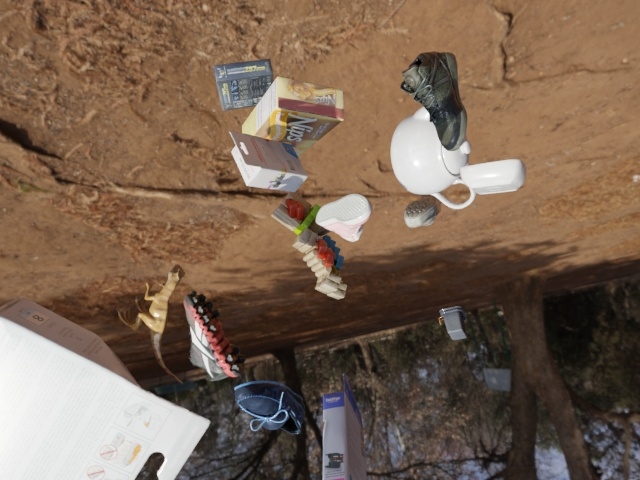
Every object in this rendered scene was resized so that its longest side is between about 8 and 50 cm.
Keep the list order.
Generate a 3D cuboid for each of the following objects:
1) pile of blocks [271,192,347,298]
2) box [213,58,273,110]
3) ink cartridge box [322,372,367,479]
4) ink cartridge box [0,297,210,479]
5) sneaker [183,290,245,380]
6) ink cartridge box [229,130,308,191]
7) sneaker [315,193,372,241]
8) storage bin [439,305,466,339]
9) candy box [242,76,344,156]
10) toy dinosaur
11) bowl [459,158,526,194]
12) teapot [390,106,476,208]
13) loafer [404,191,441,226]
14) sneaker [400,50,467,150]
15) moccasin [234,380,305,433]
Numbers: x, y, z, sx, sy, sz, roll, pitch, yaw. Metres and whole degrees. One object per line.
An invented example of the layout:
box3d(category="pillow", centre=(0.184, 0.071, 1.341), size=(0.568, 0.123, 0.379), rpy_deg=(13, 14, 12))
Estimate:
box3d(category="pile of blocks", centre=(0.000, 0.000, 1.291), size=(0.148, 0.362, 0.112), rpy_deg=(-30, 179, -27))
box3d(category="box", centre=(-0.257, -0.522, 1.472), size=(0.183, 0.059, 0.233), rpy_deg=(-12, 175, -8))
box3d(category="ink cartridge box", centre=(0.056, 0.480, 0.963), size=(0.065, 0.311, 0.186), rpy_deg=(-12, 126, 12))
box3d(category="ink cartridge box", centre=(-0.429, 0.325, 0.755), size=(0.384, 0.308, 0.091), rpy_deg=(32, -174, -12))
box3d(category="sneaker", centre=(-0.334, 0.284, 1.252), size=(0.135, 0.276, 0.097), rpy_deg=(-29, 180, 13))
box3d(category="ink cartridge box", centre=(-0.127, -0.174, 0.975), size=(0.181, 0.104, 0.061), rpy_deg=(2, 142, -47))
box3d(category="sneaker", centre=(0.054, -0.033, 0.689), size=(0.070, 0.051, 0.134), rpy_deg=(30, 162, -26))
box3d(category="storage bin", centre=(0.514, 0.325, 1.681), size=(0.098, 0.091, 0.135), rpy_deg=(-16, 145, 20))
box3d(category="candy box", centre=(-0.088, -0.325, 1.202), size=(0.182, 0.088, 0.316), rpy_deg=(2, 170, -26))
box3d(category="toy dinosaur", centre=(-0.293, 0.145, 0.769), size=(0.112, 0.212, 0.064), rpy_deg=(10, -176, 21))
box3d(category="bowl", centre=(0.413, -0.147, 1.039), size=(0.142, 0.053, 0.142), rpy_deg=(-3, 174, 32))
box3d(category="teapot", centre=(0.334, -0.244, 1.222), size=(0.187, 0.253, 0.256), rpy_deg=(4, 168, 46))
box3d(category="loafer", centre=(0.394, -0.104, 1.627), size=(0.112, 0.112, 0.319), rpy_deg=(0, -159, 32))
box3d(category="sneaker", centre=(0.239, -0.301, 0.938), size=(0.130, 0.228, 0.087), rpy_deg=(-4, 173, -23))
box3d(category="moccasin", centre=(-0.130, 0.509, 1.311), size=(0.137, 0.117, 0.342), rpy_deg=(-23, 142, 21))
